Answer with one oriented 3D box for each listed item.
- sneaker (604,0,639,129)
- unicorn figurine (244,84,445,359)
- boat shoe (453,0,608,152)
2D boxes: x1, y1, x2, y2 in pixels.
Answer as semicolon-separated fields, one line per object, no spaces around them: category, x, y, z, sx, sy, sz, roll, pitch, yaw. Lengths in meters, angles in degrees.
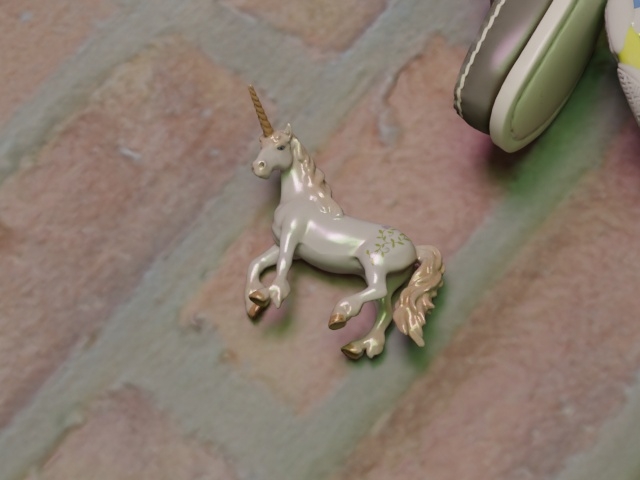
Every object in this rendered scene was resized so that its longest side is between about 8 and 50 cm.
sneaker;0.260;-0.061;1.056;0.126;0.091;0.240;-26;74;16
unicorn figurine;0.000;0.000;1.077;0.162;0.060;0.111;28;67;-2
boat shoe;0.148;-0.183;1.130;0.091;0.109;0.305;23;61;14
